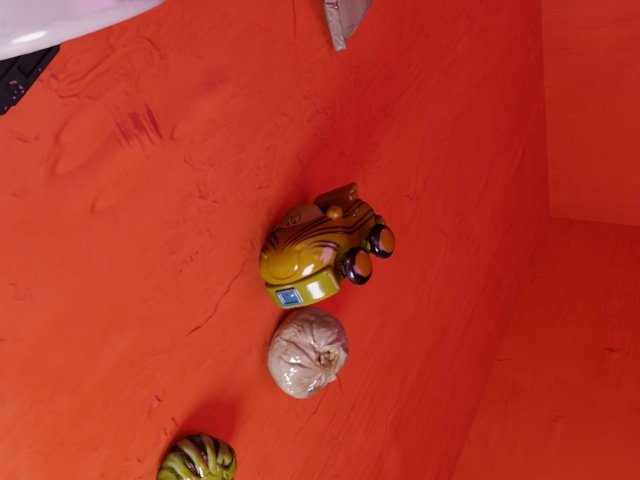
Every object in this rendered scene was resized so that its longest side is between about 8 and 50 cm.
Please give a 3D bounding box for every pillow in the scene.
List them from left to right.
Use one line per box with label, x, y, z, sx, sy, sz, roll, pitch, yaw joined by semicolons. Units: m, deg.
pillow;0.060;-0.454;1.103;0.208;0.053;0.119;-64;149;-26

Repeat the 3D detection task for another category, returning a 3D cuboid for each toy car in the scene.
toy car;0.000;0.000;1.013;0.248;0.201;0.142;-43;110;-48

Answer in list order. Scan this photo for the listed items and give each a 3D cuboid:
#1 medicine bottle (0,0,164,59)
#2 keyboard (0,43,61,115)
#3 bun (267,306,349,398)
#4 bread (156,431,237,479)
medicine bottle;-0.267;-0.337;0.440;0.211;0.211;0.371;-47;130;-43
keyboard;-0.288;-0.250;0.621;0.262;0.016;0.106;-65;145;-24
bun;-0.014;0.204;1.098;0.188;0.111;0.163;22;82;-62
bread;-0.179;0.351;0.908;0.130;0.071;0.139;-53;139;-31
